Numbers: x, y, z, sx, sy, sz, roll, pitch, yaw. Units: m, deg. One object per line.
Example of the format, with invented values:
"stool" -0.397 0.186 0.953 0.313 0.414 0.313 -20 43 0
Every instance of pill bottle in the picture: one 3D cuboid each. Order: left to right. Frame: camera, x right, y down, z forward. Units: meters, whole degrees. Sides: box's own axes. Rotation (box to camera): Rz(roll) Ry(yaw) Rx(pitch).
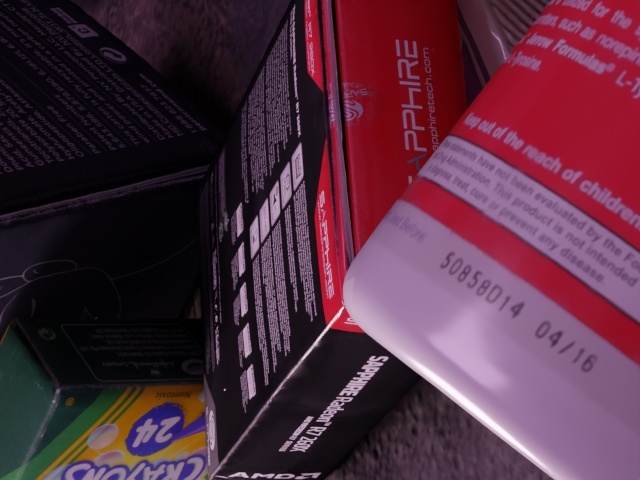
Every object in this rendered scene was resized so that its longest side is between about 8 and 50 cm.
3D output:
"pill bottle" 0.214 -0.068 0.846 0.407 0.229 0.229 -53 36 0

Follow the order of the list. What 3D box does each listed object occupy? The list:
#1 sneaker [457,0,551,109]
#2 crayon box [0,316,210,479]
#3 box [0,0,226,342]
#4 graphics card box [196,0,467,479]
"sneaker" 0.094 -0.096 1.230 0.161 0.102 0.282 -41 49 48
"crayon box" -0.191 0.205 1.468 0.083 0.203 0.323 50 123 35
"box" -0.375 0.076 1.468 0.297 0.472 0.480 40 120 21
"graphics card box" 0.000 0.000 1.248 0.371 0.094 0.232 125 144 -62
